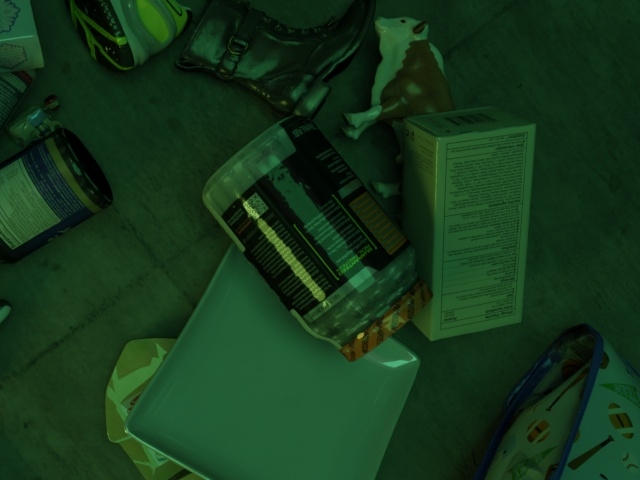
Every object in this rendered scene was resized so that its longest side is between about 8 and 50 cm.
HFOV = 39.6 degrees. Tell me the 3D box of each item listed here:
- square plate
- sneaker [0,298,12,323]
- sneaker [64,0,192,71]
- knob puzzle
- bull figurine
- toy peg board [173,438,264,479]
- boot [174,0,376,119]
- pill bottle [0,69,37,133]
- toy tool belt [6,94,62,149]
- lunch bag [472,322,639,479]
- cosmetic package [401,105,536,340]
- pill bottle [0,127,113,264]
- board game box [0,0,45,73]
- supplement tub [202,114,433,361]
[{"bbox_3d":[-0.054,0.214,1.245,0.344,0.049,0.347,36,53,-11],"label":"square plate"},{"bbox_3d":[-0.472,0.164,1.193,0.083,0.071,0.190,44,80,-22],"label":"sneaker"},{"bbox_3d":[-0.308,-0.432,1.224,0.147,0.145,0.384,-32,113,-32],"label":"sneaker"},{"bbox_3d":[-0.219,0.223,1.267,0.213,0.030,0.213,1,88,-14],"label":"knob puzzle"},{"bbox_3d":[0.135,-0.176,1.325,0.188,0.101,0.310,-34,108,-8],"label":"bull figurine"},{"bbox_3d":[-0.115,0.377,1.274,0.161,0.079,0.161,-28,93,1],"label":"toy peg board"},{"bbox_3d":[-0.062,-0.309,1.310,0.229,0.091,0.263,33,72,-3],"label":"boot"},{"bbox_3d":[-0.469,-0.176,1.182,0.108,0.108,0.180,30,80,-11],"label":"pill bottle"},{"bbox_3d":[-0.390,-0.160,1.239,0.083,0.052,0.051,-38,128,-10],"label":"toy tool belt"},{"bbox_3d":[0.426,0.352,1.318,0.328,0.239,0.385,45,47,-7],"label":"lunch bag"},{"bbox_3d":[0.209,-0.026,1.286,0.160,0.113,0.309,-9,115,-19],"label":"cosmetic package"},{"bbox_3d":[-0.398,-0.045,1.178,0.219,0.123,0.122,-31,95,0],"label":"pill bottle"},{"bbox_3d":[-0.541,-0.338,1.130,0.318,0.066,0.318,-13,65,-15],"label":"board game box"},{"bbox_3d":[0.000,0.000,1.233,0.194,0.193,0.316,-38,88,-13],"label":"supplement tub"}]
